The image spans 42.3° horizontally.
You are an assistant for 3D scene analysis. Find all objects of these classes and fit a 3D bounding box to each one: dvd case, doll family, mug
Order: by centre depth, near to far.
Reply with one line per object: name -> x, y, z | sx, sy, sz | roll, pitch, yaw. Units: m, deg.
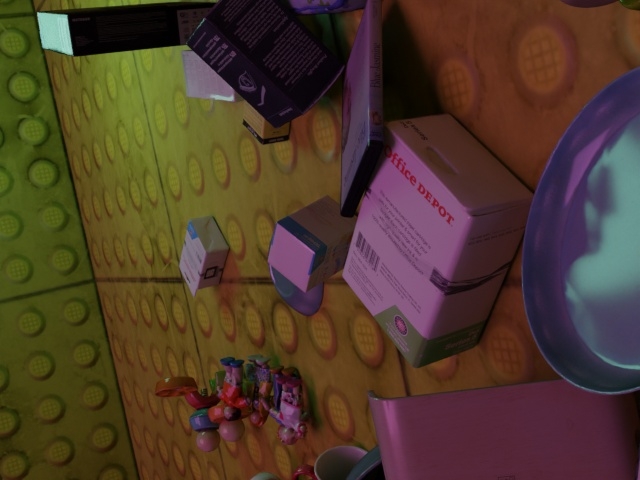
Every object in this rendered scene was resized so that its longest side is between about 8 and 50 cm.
dvd case -> 0.055, -0.182, 1.146 | 0.180, 0.022, 0.252 | 111, 163, -59
mug -> 0.036, 0.468, 1.511 | 0.150, 0.113, 0.169 | 23, 128, 40
doll family -> -0.097, 0.336, 1.725 | 0.263, 0.118, 0.163 | 11, 106, 40

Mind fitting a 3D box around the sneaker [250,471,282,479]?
sneaker -> -0.049, 0.667, 1.753 | 0.150, 0.135, 0.365 | -8, 104, 54

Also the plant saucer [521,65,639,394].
plant saucer -> 0.298, -0.010, 0.782 | 0.318, 0.044, 0.317 | -168, 90, -72

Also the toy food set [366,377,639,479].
toy food set -> 0.218, 0.263, 0.954 | 0.092, 0.306, 0.219 | -22, -79, -74

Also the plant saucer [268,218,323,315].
plant saucer -> -0.059, 0.055, 1.581 | 0.195, 0.038, 0.194 | 36, 133, 52

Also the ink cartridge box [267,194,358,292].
ink cartridge box -> 0.000, 0.000, 1.352 | 0.090, 0.143, 0.092 | 38, 136, 25

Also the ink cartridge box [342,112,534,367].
ink cartridge box -> 0.146, 0.000, 1.097 | 0.198, 0.115, 0.272 | 53, 144, 37

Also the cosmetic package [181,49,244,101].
cosmetic package -> -0.201, -0.332, 1.643 | 0.239, 0.061, 0.098 | 21, 122, 57

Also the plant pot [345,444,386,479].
plant pot -> 0.151, 0.381, 1.129 | 0.196, 0.293, 0.292 | -107, 7, -84

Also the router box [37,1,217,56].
router box -> -0.386, -0.433, 1.673 | 0.243, 0.309, 0.080 | 25, 123, 55

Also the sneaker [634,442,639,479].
sneaker -> 0.375, 0.139, 0.788 | 0.110, 0.107, 0.275 | 10, 109, 28

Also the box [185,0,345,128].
box -> -0.088, -0.289, 1.288 | 0.207, 0.108, 0.153 | 43, 166, -15

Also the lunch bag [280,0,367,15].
lunch bag -> -0.002, -0.423, 1.215 | 0.219, 0.090, 0.175 | 21, 117, 56

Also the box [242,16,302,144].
box -> -0.088, -0.291, 1.458 | 0.087, 0.058, 0.232 | 48, 141, 42

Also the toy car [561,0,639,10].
toy car -> 0.260, -0.317, 0.733 | 0.149, 0.155, 0.188 | -25, 68, 62

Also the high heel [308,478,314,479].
high heel -> 0.036, 0.574, 1.599 | 0.117, 0.082, 0.243 | 145, 118, -62

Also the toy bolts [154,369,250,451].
toy bolts -> -0.287, 0.420, 1.985 | 0.228, 0.219, 0.158 | 123, 142, -63

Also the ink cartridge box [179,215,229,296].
ink cartridge box -> -0.276, 0.040, 1.943 | 0.104, 0.060, 0.180 | 59, 147, 28
